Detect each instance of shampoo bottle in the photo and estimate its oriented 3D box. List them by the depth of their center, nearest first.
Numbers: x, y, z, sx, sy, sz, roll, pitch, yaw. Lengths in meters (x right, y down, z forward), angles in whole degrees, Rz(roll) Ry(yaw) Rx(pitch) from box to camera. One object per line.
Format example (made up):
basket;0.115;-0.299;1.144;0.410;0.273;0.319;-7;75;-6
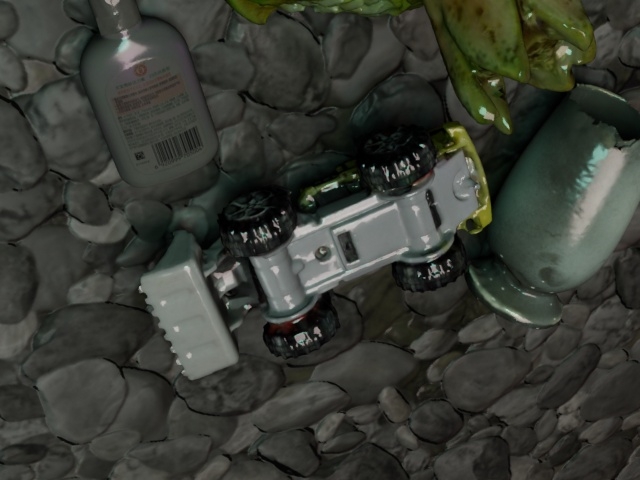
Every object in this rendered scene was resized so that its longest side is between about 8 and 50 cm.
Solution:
shampoo bottle;-0.129;-0.117;0.771;0.080;0.040;0.165;-22;128;-7

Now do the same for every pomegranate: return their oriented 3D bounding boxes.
pomegranate;0.046;-0.203;0.631;0.236;0.302;0.236;-31;154;-17

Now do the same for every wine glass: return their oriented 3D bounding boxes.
wine glass;0.208;-0.026;0.934;0.111;0.111;0.204;9;122;-28

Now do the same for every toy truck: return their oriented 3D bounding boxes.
toy truck;0.000;0.000;0.862;0.286;0.111;0.136;-24;118;-5
